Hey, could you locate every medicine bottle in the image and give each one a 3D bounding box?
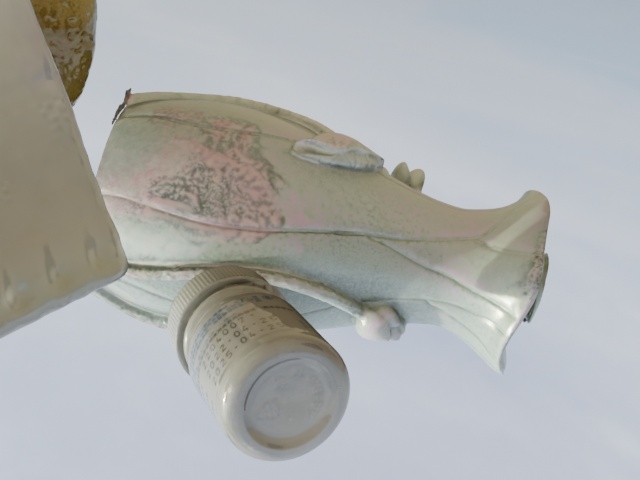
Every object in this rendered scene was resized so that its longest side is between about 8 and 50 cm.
[{"bbox_3d":[-0.053,0.092,0.750,0.105,0.105,0.168,4,-164,-24],"label":"medicine bottle"}]

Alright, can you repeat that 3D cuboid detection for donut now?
[{"bbox_3d":[-0.300,-0.190,0.868,0.128,0.208,0.261,-4,-178,-35],"label":"donut"}]

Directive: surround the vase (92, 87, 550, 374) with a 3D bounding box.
[{"bbox_3d":[0.000,0.000,0.951,0.445,0.250,0.250,12,-161,2],"label":"vase"}]

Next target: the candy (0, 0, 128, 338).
[{"bbox_3d":[-0.299,-0.004,0.488,0.359,0.208,0.145,-31,-159,-31],"label":"candy"}]
